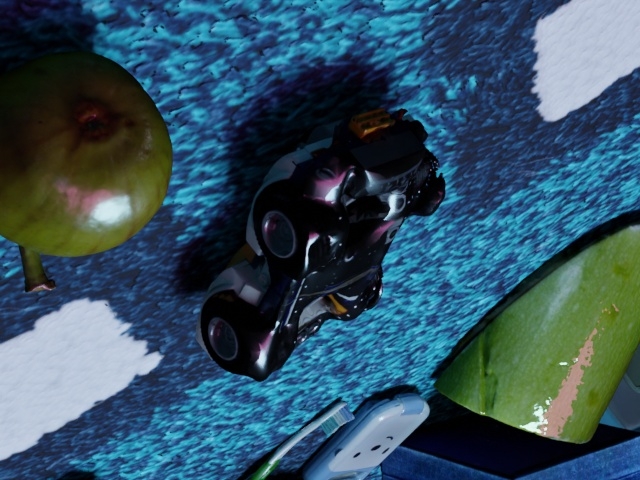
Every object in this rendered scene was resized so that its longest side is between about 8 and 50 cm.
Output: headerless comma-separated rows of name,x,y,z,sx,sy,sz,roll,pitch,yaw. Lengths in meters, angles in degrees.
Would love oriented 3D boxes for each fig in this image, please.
fig,-0.180,-0.054,0.910,0.142,0.148,0.186,-41,-167,-16

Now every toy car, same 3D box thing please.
toy car,-0.001,-0.002,1.179,0.193,0.118,0.301,-22,150,-39

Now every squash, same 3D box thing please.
squash,0.326,0.096,1.735,0.233,0.210,0.309,11,100,-51

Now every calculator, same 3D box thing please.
calculator,0.060,0.275,1.756,0.121,0.039,0.210,7,133,-49

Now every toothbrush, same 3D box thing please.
toothbrush,-0.082,0.301,1.667,0.304,0.030,0.030,-37,152,12

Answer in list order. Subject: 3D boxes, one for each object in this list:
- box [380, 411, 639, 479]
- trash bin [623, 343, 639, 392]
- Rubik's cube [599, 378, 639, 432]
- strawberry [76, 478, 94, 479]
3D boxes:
box,0.271,0.321,1.820,0.279,0.261,0.116,-8,98,-39
trash bin,0.552,0.152,2.001,0.164,0.122,0.240,-43,153,18
Rubik's cube,0.583,0.430,2.223,0.344,0.347,0.347,-10,145,-36
strawberry,-0.267,0.312,1.421,0.106,0.106,0.106,-26,151,-15
